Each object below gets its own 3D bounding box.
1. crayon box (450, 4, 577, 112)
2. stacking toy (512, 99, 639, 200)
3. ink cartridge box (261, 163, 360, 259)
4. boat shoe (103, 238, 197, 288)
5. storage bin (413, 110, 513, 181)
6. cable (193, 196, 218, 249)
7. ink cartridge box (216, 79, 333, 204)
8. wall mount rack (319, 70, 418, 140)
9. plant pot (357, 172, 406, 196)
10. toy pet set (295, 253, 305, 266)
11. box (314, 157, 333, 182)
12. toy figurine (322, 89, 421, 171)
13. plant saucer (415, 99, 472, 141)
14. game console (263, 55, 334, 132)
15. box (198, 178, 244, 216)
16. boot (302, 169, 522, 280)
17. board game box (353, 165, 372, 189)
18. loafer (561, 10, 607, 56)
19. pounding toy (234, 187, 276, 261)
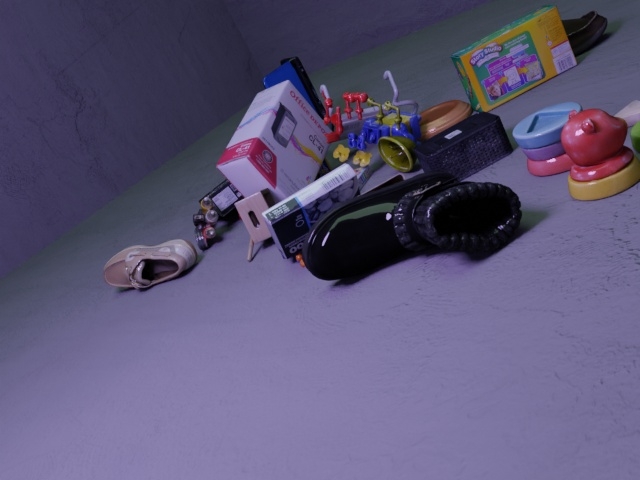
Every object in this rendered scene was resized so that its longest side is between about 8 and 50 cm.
[{"bbox_3d":[0.499,-0.468,1.872,0.278,0.165,0.081,-27,19,3],"label":"crayon box"},{"bbox_3d":[0.498,-0.213,1.273,0.279,0.130,0.309,-29,19,-2],"label":"stacking toy"},{"bbox_3d":[-0.006,-0.046,1.544,0.206,0.208,0.045,-32,62,-7],"label":"ink cartridge box"},{"bbox_3d":[-0.472,0.075,1.931,0.302,0.109,0.098,-13,23,25],"label":"boat shoe"},{"bbox_3d":[0.307,-0.198,1.572,0.180,0.084,0.122,-28,19,-1],"label":"storage bin"},{"bbox_3d":[-0.322,-0.040,2.071,0.072,0.139,0.287,-6,-3,-6],"label":"cable"},{"bbox_3d":[-0.113,-0.239,1.932,0.131,0.226,0.306,-13,42,41],"label":"ink cartridge box"},{"bbox_3d":[0.105,-0.371,2.181,0.350,0.130,0.304,-15,-22,-10],"label":"wall mount rack"},{"bbox_3d":[0.133,-0.063,1.450,0.109,0.109,0.096,-29,6,-1],"label":"plant pot"},{"bbox_3d":[0.000,0.000,1.518,0.122,0.065,0.114,-31,19,-8],"label":"toy pet set"},{"bbox_3d":[-0.047,-0.193,2.091,0.169,0.059,0.054,-9,28,44],"label":"box"},{"bbox_3d":[0.187,-0.306,1.860,0.217,0.191,0.362,-21,24,-27],"label":"toy figurine"},{"bbox_3d":[0.316,-0.332,1.978,0.200,0.037,0.200,-26,19,10],"label":"plant saucer"},{"bbox_3d":[-0.093,-0.460,2.485,0.173,0.293,0.250,-32,19,-11],"label":"game console"},{"bbox_3d":[-0.216,-0.189,2.179,0.307,0.076,0.242,-40,10,-13],"label":"box"},{"bbox_3d":[0.145,-0.017,1.256,0.348,0.131,0.260,-30,19,-5],"label":"boot"},{"bbox_3d":[0.048,-0.142,1.876,0.154,0.026,0.103,-16,23,32],"label":"board game box"},{"bbox_3d":[0.597,-0.544,1.985,0.366,0.130,0.134,-23,20,15],"label":"loafer"},{"bbox_3d":[-0.151,-0.040,1.767,0.100,0.141,0.130,-25,5,9],"label":"pounding toy"}]
